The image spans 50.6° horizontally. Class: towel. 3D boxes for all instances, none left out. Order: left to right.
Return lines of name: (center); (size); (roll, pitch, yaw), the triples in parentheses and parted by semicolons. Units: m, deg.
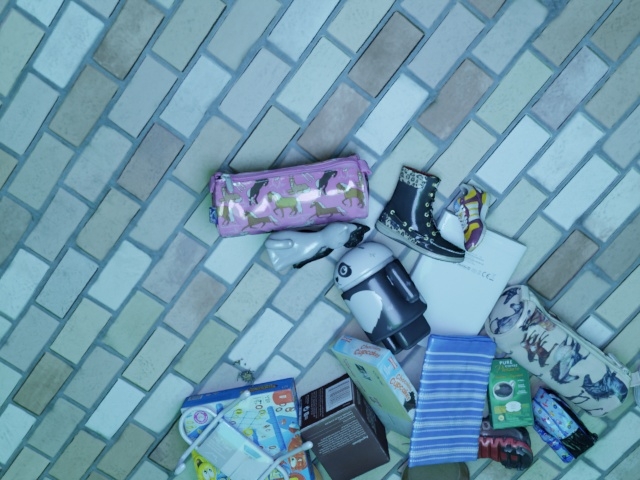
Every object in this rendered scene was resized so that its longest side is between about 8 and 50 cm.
towel: (0.340, 0.405, 1.723); (0.243, 0.040, 0.336); (9, 91, -35)

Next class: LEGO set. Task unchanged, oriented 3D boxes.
LEGO set: (-0.204, 0.358, 1.840); (0.054, 0.023, 0.083); (-12, 95, 1)

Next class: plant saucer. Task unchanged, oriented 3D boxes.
plant saucer: (0.328, 0.674, 1.942); (0.198, 0.036, 0.199); (0, 109, -1)

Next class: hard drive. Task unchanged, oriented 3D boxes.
hard drive: (0.343, 0.121, 1.749); (0.232, 0.047, 0.353); (23, 107, -8)

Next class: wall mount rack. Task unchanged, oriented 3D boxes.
wall mount rack: (-0.196, 0.537, 1.732); (0.350, 0.130, 0.304); (40, 98, -6)

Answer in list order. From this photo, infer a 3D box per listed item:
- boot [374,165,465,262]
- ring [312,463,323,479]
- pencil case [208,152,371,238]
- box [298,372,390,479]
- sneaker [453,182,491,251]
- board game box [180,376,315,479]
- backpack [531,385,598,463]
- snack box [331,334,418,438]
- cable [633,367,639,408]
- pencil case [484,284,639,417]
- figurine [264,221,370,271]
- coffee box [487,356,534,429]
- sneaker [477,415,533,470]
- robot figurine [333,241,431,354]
boot: (0.264, -0.062, 1.639); (0.236, 0.085, 0.179); (25, 106, 18)
ring: (-0.153, 0.730, 1.960); (0.336, 0.032, 0.337); (0, 109, -1)
pencil case: (-0.069, -0.106, 1.610); (0.385, 0.167, 0.160); (-7, 86, 1)
box: (0.062, 0.502, 1.810); (0.167, 0.168, 0.203); (-28, 106, 8)
sneaker: (0.354, -0.055, 1.633); (0.083, 0.186, 0.070); (25, 141, -8)
board game box: (-0.194, 0.554, 1.845); (0.308, 0.086, 0.302); (-11, 99, 3)
backpack: (0.630, 0.484, 1.817); (0.117, 0.158, 0.173); (-42, 102, 5)
snack box: (0.173, 0.389, 1.741); (0.060, 0.187, 0.322); (-45, 119, -23)
cable: (0.987, 0.397, 1.826); (0.257, 0.089, 0.257); (20, 107, -7)
pencil case: (0.612, 0.280, 1.744); (0.410, 0.160, 0.183); (37, 120, -12)
figurine: (0.000, 0.000, 1.600); (0.209, 0.215, 0.093); (-17, 86, 16)
coffee box: (0.504, 0.406, 1.816); (0.113, 0.040, 0.184); (-6, 85, 1)
sneaker: (0.449, 0.539, 1.868); (0.275, 0.135, 0.098); (7, 123, 21)
robot figurine: (0.149, 0.139, 1.663); (0.209, 0.173, 0.278); (-34, 87, 19)
